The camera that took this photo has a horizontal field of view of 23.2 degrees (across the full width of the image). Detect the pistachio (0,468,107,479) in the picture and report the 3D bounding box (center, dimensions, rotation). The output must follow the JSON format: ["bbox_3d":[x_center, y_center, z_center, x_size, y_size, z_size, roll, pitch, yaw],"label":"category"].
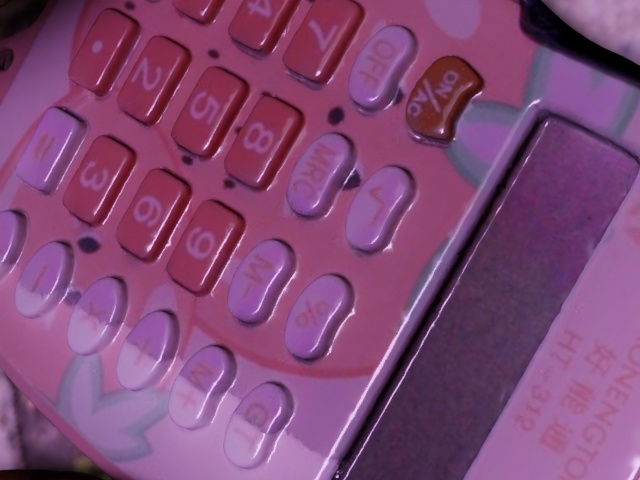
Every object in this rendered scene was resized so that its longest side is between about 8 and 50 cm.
[{"bbox_3d":[-0.114,0.154,0.519,0.210,0.130,0.165,-20,56,22],"label":"pistachio"}]

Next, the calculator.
[{"bbox_3d":[0.000,0.000,0.547,0.330,0.048,0.220,31,95,26],"label":"calculator"}]

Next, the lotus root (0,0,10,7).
[{"bbox_3d":[-0.188,-0.182,0.534,0.267,0.149,0.260,-21,49,8],"label":"lotus root"}]
